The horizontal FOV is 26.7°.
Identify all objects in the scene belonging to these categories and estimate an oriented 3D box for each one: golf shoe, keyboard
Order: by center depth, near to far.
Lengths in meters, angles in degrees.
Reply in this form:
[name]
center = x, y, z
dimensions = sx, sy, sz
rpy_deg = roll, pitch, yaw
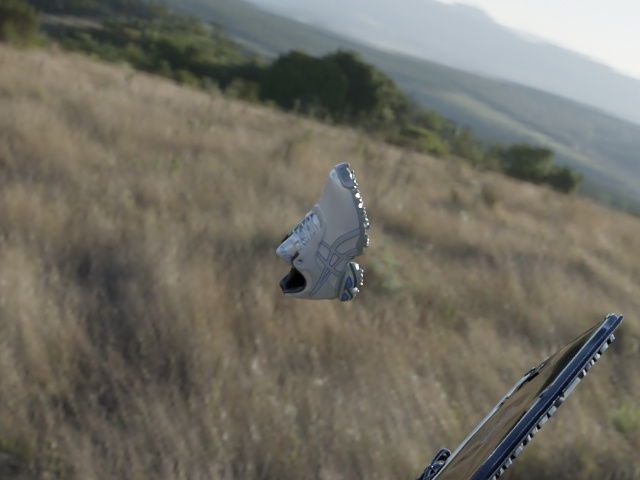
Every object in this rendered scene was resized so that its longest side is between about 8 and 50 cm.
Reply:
[keyboard]
center = 0.122, 0.172, 1.057
dimensions = 0.033, 0.201, 0.317
rpy_deg = 51, 40, 4
[golf shoe]
center = 0.000, 0.000, 1.339
dimensions = 0.086, 0.176, 0.069
rpy_deg = -8, 45, -14
